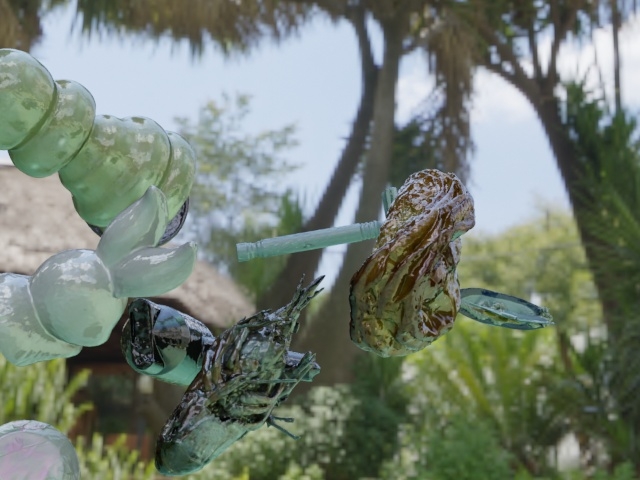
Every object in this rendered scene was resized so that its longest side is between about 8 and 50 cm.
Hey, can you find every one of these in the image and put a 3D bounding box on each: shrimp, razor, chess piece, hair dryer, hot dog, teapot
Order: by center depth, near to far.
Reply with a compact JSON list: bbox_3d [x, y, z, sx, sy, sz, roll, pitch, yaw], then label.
[{"bbox_3d":[0.121,0.021,1.449,0.114,0.259,0.175,11,-54,16],"label":"hot dog"},{"bbox_3d":[-0.345,-0.140,1.683,0.182,0.182,0.330,-11,-33,40],"label":"chess piece"},{"bbox_3d":[0.000,0.000,1.696,0.231,0.106,0.068,-11,-2,-2],"label":"razor"},{"bbox_3d":[-0.090,0.207,1.788,0.172,0.372,0.137,47,-8,-11],"label":"shrimp"},{"bbox_3d":[-0.466,0.368,1.834,0.221,0.163,0.178,2,-29,-8],"label":"teapot"},{"bbox_3d":[-0.154,0.172,1.922,0.302,0.116,0.244,6,-9,10],"label":"hair dryer"}]

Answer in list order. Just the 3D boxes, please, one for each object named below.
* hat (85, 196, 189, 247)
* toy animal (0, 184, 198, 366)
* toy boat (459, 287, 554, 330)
[{"bbox_3d":[-0.319,-0.062,2.047,0.193,0.193,0.082,8,-24,-22],"label":"hat"},{"bbox_3d":[-0.219,0.043,1.259,0.220,0.104,0.131,-24,-29,4],"label":"toy animal"},{"bbox_3d":[0.363,0.132,2.348,0.220,0.067,0.291,13,-4,-10],"label":"toy boat"}]
